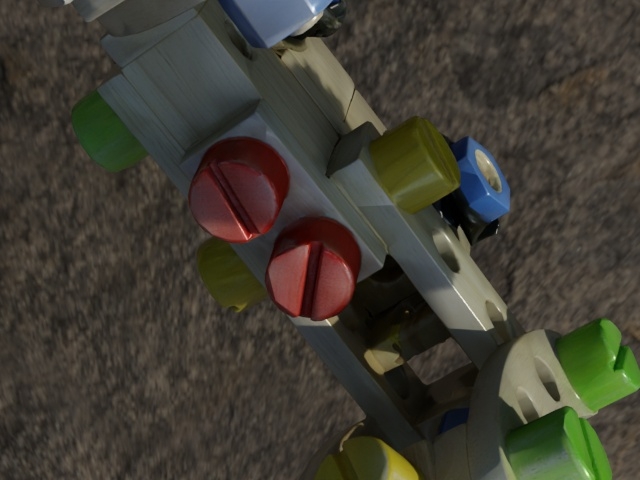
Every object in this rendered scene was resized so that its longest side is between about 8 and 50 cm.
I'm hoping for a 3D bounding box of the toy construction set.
[{"bbox_3d":[0.000,0.000,0.437,0.151,0.328,0.215,-16,25,18],"label":"toy construction set"}]
